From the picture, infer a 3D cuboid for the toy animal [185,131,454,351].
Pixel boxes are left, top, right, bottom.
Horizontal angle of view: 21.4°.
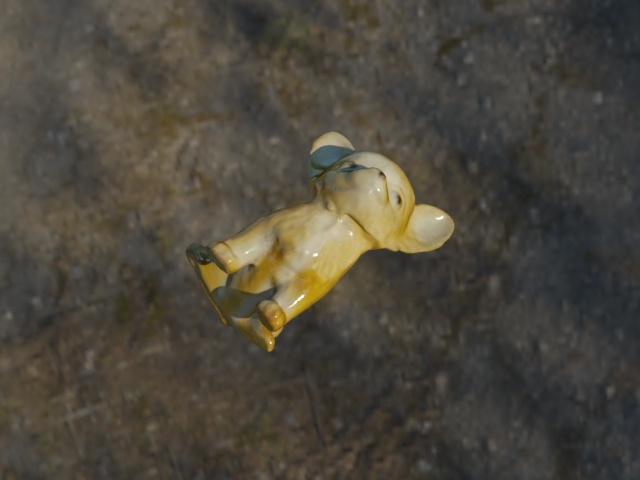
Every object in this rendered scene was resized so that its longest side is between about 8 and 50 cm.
[{"bbox_3d":[0.000,0.000,0.611,0.083,0.081,0.060,-37,77,-18],"label":"toy animal"}]
